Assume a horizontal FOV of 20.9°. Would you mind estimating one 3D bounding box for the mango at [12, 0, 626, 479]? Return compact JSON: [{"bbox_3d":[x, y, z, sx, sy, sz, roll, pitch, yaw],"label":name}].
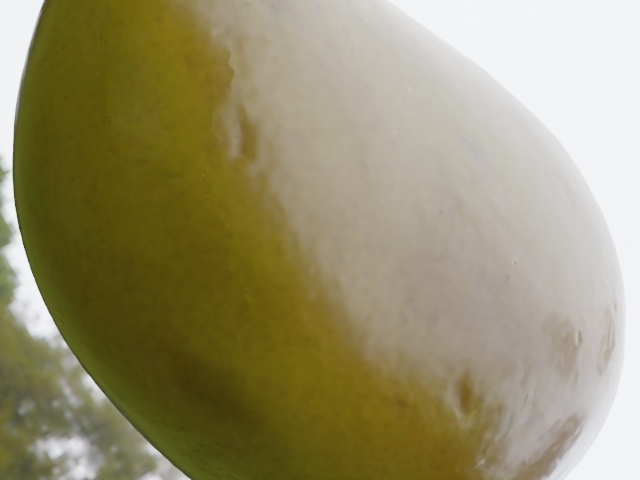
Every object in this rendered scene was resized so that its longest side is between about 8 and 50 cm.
[{"bbox_3d":[0.000,0.000,0.689,0.173,0.211,0.317,7,-32,49],"label":"mango"}]
